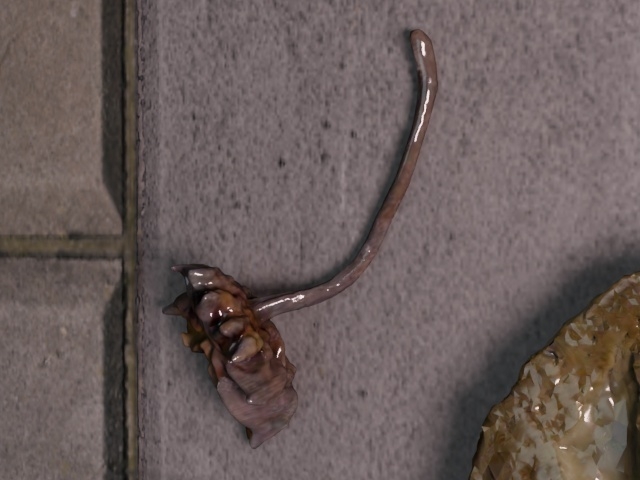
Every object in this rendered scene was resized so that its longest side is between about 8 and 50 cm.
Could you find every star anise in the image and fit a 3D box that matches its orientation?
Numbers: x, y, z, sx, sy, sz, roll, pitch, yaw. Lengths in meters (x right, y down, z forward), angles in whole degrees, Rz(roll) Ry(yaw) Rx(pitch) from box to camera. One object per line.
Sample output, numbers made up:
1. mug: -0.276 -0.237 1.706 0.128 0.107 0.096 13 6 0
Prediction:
1. star anise: 0.000 0.000 1.089 0.227 0.218 0.148 -28 32 -6

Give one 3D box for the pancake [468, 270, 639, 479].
1. pancake: 0.231 0.189 0.861 0.387 0.082 0.387 1 92 46
